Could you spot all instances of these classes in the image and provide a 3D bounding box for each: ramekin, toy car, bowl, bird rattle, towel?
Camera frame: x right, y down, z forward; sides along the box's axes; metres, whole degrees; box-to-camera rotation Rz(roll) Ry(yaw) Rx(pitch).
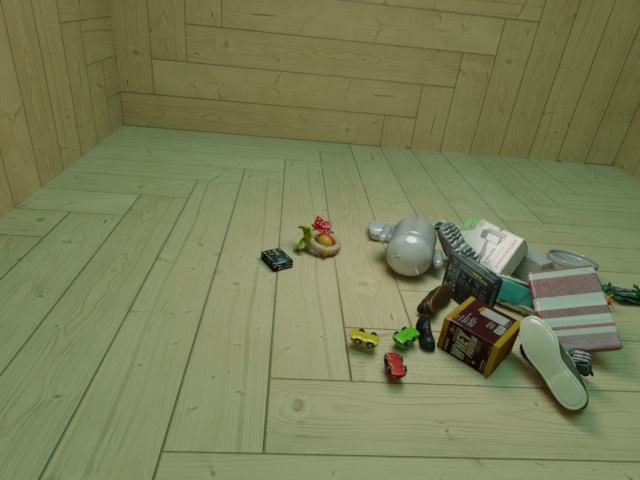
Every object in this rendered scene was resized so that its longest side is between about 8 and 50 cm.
[{"bbox_3d":[1.105,0.125,1.973,0.207,0.109,0.207,8,19,-3],"label":"ramekin"},{"bbox_3d":[0.241,0.352,1.471,0.225,0.053,0.239,-16,37,-36],"label":"toy car"},{"bbox_3d":[0.304,-0.040,2.191,0.142,0.053,0.142,5,28,-2],"label":"bowl"},{"bbox_3d":[0.000,0.000,2.037,0.207,0.143,0.253,36,26,24],"label":"bird rattle"},{"bbox_3d":[0.902,0.247,1.600,0.237,0.037,0.329,-9,54,17],"label":"towel"}]

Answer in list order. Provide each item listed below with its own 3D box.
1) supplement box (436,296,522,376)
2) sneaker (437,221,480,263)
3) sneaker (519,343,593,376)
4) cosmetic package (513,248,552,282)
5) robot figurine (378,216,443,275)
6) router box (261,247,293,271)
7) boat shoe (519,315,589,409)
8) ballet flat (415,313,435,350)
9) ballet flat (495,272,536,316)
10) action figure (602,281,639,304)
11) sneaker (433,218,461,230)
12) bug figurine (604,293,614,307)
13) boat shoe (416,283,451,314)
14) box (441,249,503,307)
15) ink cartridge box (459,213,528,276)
[{"bbox_3d":[0.538,0.320,1.509,0.194,0.129,0.191,29,36,35],"label":"supplement box"},{"bbox_3d":[0.604,0.055,1.945,0.105,0.115,0.281,-21,79,-10],"label":"sneaker"},{"bbox_3d":[0.785,0.403,1.487,0.223,0.098,0.083,6,41,49],"label":"sneaker"},{"bbox_3d":[0.907,0.094,2.008,0.085,0.117,0.231,-12,33,-30],"label":"cosmetic package"},{"bbox_3d":[0.399,0.026,1.938,0.300,0.200,0.353,24,31,8],"label":"robot figurine"},{"bbox_3d":[-0.185,0.081,1.888,0.092,0.038,0.122,-13,34,-32],"label":"router box"},{"bbox_3d":[0.732,0.382,1.397,0.091,0.109,0.305,28,35,-43],"label":"boat shoe"},{"bbox_3d":[0.371,0.324,1.569,0.049,0.057,0.173,44,26,-16],"label":"ballet flat"},{"bbox_3d":[0.853,0.239,1.733,0.409,0.147,0.147,27,35,31],"label":"ballet flat"},{"bbox_3d":[1.362,0.235,1.907,0.232,0.063,0.137,13,26,4],"label":"action figure"},{"bbox_3d":[0.656,-0.047,2.285,0.076,0.065,0.166,-34,42,-27],"label":"sneaker"},{"bbox_3d":[1.056,0.247,1.805,0.279,0.072,0.216,-22,39,-40],"label":"bug figurine"},{"bbox_3d":[0.440,0.227,1.720,0.073,0.073,0.207,-23,-2,41],"label":"boat shoe"},{"bbox_3d":[0.582,0.171,1.732,0.059,0.183,0.232,-10,32,-27],"label":"box"},{"bbox_3d":[0.744,0.034,1.983,0.273,0.198,0.115,34,-4,40],"label":"ink cartridge box"}]
